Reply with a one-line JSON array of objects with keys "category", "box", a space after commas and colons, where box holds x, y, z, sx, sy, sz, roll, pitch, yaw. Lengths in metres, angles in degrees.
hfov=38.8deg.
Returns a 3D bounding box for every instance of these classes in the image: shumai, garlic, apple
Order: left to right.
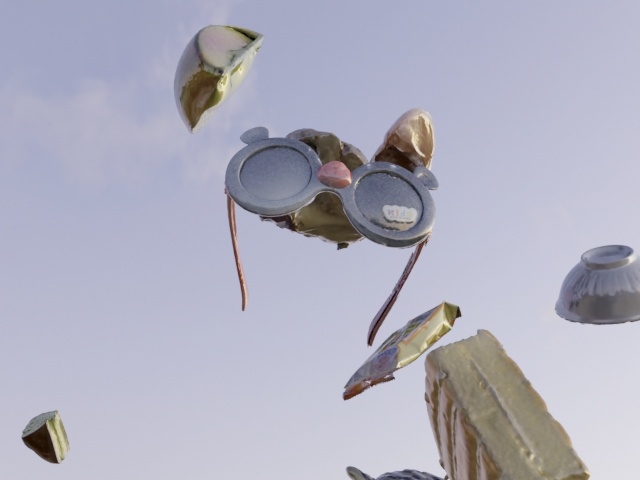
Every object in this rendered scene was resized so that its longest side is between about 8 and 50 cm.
[{"category": "apple", "box": [-0.210, -0.297, 1.678, 0.120, 0.265, 0.193, 32, -59, -3]}, {"category": "shumai", "box": [-0.017, -0.062, 1.311, 0.201, 0.120, 0.201, 27, -41, 27]}, {"category": "garlic", "box": [0.132, -0.141, 1.499, 0.099, 0.124, 0.174, 21, -26, -6]}]

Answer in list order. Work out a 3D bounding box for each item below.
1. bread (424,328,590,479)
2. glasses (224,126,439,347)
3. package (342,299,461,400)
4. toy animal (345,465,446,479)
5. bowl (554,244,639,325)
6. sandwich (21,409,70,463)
[{"category": "bread", "box": [0.219, 0.268, 1.102, 0.111, 0.239, 0.246, -19, -47, -9]}, {"category": "glasses", "box": [0.000, 0.000, 1.069, 0.234, 0.118, 0.268, 13, -32, 0]}, {"category": "package", "box": [0.082, 0.111, 0.915, 0.121, 0.031, 0.108, -38, -1, -32]}, {"category": "toy animal", "box": [0.076, 0.220, 0.732, 0.098, 0.137, 0.098, -10, -54, -14]}, {"category": "bowl", "box": [0.461, 0.059, 1.448, 0.189, 0.086, 0.189, -13, 16, 4]}, {"category": "sandwich", "box": [-0.298, 0.208, 0.976, 0.044, 0.031, 0.083, 10, -47, 9]}]
